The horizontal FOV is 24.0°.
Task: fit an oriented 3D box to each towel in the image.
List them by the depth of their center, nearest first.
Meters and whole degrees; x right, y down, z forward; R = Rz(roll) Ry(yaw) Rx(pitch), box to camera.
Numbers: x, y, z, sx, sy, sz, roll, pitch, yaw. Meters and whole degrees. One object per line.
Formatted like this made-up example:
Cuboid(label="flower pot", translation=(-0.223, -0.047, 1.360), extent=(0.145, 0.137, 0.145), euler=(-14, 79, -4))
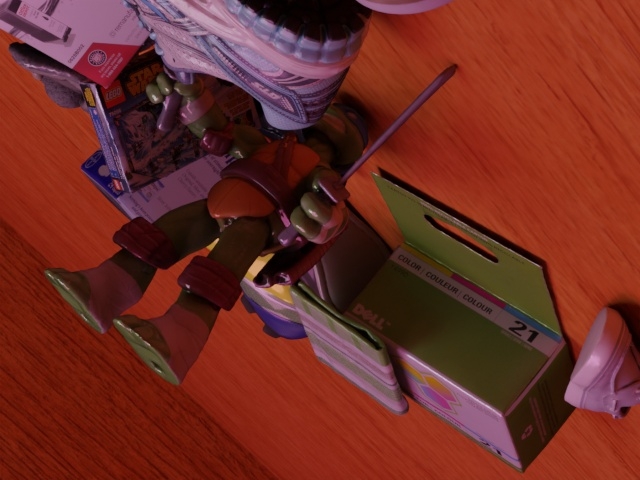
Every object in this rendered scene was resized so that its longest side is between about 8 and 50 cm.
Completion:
Cuboid(label="towel", translation=(0.030, 0.099, 1.380), extent=(0.113, 0.023, 0.152), euler=(33, 162, 25))

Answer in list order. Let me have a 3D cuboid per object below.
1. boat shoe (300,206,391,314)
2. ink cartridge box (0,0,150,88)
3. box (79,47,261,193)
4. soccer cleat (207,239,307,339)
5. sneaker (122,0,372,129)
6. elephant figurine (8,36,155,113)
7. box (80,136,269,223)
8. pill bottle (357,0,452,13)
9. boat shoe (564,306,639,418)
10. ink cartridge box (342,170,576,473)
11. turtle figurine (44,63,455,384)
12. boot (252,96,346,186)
Cuboid(label="boat shoe", translation=(0.000, 0.000, 1.428), extent=(0.227, 0.081, 0.069), euler=(56, 163, -27))
Cuboid(label="ink cartridge box", translation=(-0.186, -0.188, 1.098), extent=(0.135, 0.056, 0.099), euler=(28, 126, -23))
Cuboid(label="box", translation=(-0.117, -0.107, 1.201), extent=(0.027, 0.137, 0.094), euler=(12, 124, 50))
Cuboid(label="soccer cleat", translation=(-0.080, -0.015, 1.614), extent=(0.121, 0.093, 0.289), euler=(-27, 111, 42))
Cuboid(label="sneaker", translation=(-0.099, -0.170, 1.011), extent=(0.283, 0.110, 0.122), euler=(38, 140, 20))
Cuboid(label="elephant figurine", translation=(-0.201, -0.183, 1.258), extent=(0.239, 0.169, 0.186), euler=(51, -169, -43))
Cuboid(label="box", translation=(-0.134, -0.076, 1.374), extent=(0.072, 0.137, 0.126), euler=(50, 172, -29))
Cuboid(label="pill bottle", translation=(0.026, -0.198, 0.728), extent=(0.094, 0.094, 0.169), euler=(29, 162, 37))
Cuboid(label="boat shoe", translation=(0.233, 0.106, 1.190), extent=(0.063, 0.066, 0.184), euler=(22, 160, 11))
Cuboid(label="ink cartridge box", translation=(0.113, 0.074, 1.319), extent=(0.189, 0.097, 0.255), euler=(32, 164, 31))
Cuboid(label="turtle figurine", translation=(-0.076, -0.049, 1.101), extent=(0.198, 0.266, 0.274), euler=(41, 163, 5))
Cuboid(label="boot", translation=(-0.032, -0.093, 1.289), extent=(0.099, 0.045, 0.121), euler=(27, 154, 35))
